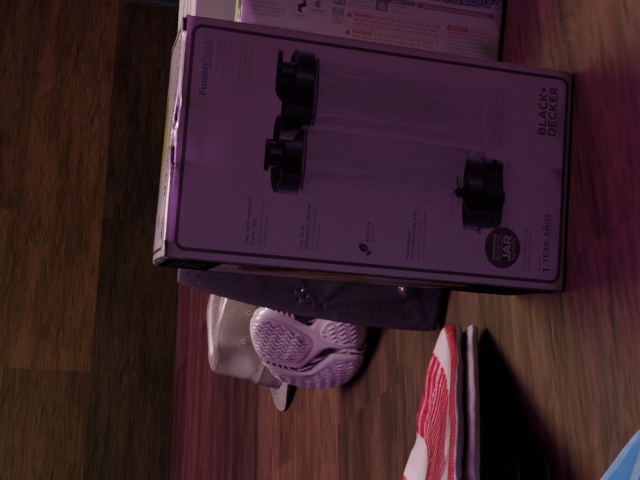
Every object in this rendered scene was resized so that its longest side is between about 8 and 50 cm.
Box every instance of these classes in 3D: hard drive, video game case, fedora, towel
[{"bbox_3d":[-0.002,-0.014,0.936,0.054,0.254,0.172,-55,-26,-74],"label":"hard drive"},{"bbox_3d":[0.046,-0.231,0.838,0.042,0.232,0.210,-171,85,-78],"label":"video game case"},{"bbox_3d":[-0.110,0.125,1.532,0.244,0.124,0.276,-112,31,-62],"label":"fedora"},{"bbox_3d":[0.074,0.257,0.802,0.237,0.037,0.329,-73,-4,-65],"label":"towel"}]

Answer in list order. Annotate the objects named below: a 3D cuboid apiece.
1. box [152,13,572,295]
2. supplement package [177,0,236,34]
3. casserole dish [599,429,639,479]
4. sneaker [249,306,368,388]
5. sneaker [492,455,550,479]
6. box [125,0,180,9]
[{"bbox_3d":[0.030,-0.054,0.716,0.087,0.289,0.169,163,111,-74],"label":"box"},{"bbox_3d":[-0.001,-0.217,0.949,0.145,0.261,0.204,144,129,-72],"label":"supplement package"},{"bbox_3d":[0.158,0.190,0.562,0.114,0.037,0.188,-49,-17,-48],"label":"casserole dish"},{"bbox_3d":[0.000,0.000,1.146,0.210,0.137,0.366,-74,-15,-45],"label":"sneaker"},{"bbox_3d":[0.124,0.234,0.739,0.170,0.051,0.089,120,152,-49],"label":"sneaker"},{"bbox_3d":[-0.108,-0.373,1.154,0.293,0.395,0.212,-130,48,-69],"label":"box"}]
